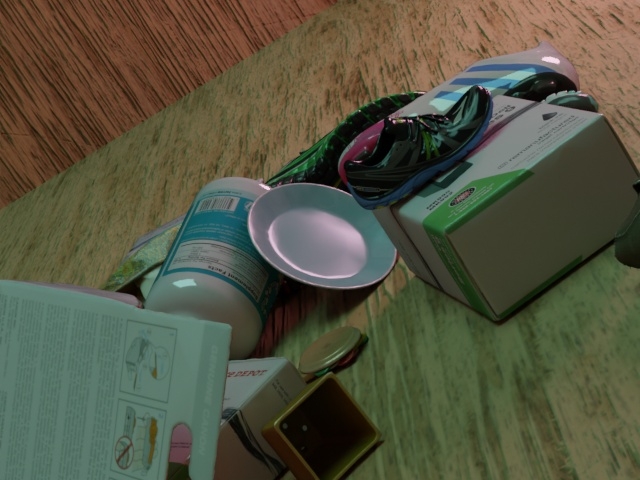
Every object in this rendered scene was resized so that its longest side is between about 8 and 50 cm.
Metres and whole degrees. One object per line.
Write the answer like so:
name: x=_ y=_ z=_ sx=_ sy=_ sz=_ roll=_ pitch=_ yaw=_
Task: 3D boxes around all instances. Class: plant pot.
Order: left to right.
plant pot: x=-0.009 y=0.185 z=1.526 sx=0.081 sy=0.081 sz=0.083 roll=-41 pitch=8 yaw=-25

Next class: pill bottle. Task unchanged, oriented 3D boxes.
pill bottle: x=-0.126 y=0.056 z=1.955 sx=0.146 sy=0.146 sz=0.264 roll=-21 pitch=33 yaw=36

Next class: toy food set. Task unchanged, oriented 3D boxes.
toy food set: x=0.012 y=0.124 z=1.763 sx=0.082 sy=0.020 sz=0.083 roll=-17 pitch=22 yaw=44

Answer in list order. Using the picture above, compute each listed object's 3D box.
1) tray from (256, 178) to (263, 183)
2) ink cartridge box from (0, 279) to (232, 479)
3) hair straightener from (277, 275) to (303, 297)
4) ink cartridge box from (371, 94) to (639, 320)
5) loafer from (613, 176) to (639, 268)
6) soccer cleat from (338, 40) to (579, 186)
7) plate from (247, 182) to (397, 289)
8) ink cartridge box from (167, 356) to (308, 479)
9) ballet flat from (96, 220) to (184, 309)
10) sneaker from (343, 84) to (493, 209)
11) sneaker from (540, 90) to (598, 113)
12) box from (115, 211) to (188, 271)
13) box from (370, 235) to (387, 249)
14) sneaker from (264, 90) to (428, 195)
tray: x=-0.186 y=-0.003 z=2.499 sx=0.145 sy=0.030 sz=0.270 roll=-23 pitch=19 yaw=33
ink cartridge box: x=-0.191 y=0.206 z=1.483 sx=0.091 sy=0.308 sz=0.385 roll=7 pitch=0 yaw=-43
hair straightener: x=-0.091 y=0.059 z=2.103 sx=0.230 sy=0.047 sz=0.089 roll=-26 pitch=17 yaw=21
ink cartridge box: x=0.193 y=-0.044 z=1.725 sx=0.211 sy=0.121 sz=0.289 roll=-36 pitch=16 yaw=-7
loafer: x=0.341 y=-0.057 z=1.530 sx=0.087 sy=0.094 sz=0.251 roll=-14 pitch=24 yaw=38
soccer cleat: x=0.179 y=-0.157 z=2.085 sx=0.331 sy=0.116 sz=0.143 roll=-21 pitch=34 yaw=12
plate: x=0.000 y=0.000 z=1.938 sx=0.188 sy=0.188 sz=0.024 roll=-52 pitch=-14 yaw=-48
ink cartridge box: x=-0.114 y=0.216 z=1.610 sx=0.208 sy=0.087 sz=0.153 roll=-44 pitch=19 yaw=-30
ballet flat: x=-0.265 y=0.101 z=2.229 sx=0.348 sy=0.123 sz=0.123 roll=-34 pitch=16 yaw=-5
sneaker: x=0.107 y=-0.109 z=1.714 sx=0.188 sy=0.078 sz=0.067 roll=-36 pitch=16 yaw=-5
sneaker: x=0.267 y=-0.122 z=1.956 sx=0.166 sy=0.065 sz=0.076 roll=-28 pitch=33 yaw=28
box: x=-0.237 y=0.020 z=2.408 sx=0.145 sy=0.038 sz=0.186 roll=-26 pitch=18 yaw=23
box: x=0.071 y=-0.001 z=2.019 sx=0.067 sy=0.018 sz=0.083 roll=-38 pitch=17 yaw=-19
sneaker: x=0.029 y=-0.103 z=2.197 sx=0.343 sy=0.134 sz=0.146 roll=-30 pitch=15 yaw=11
